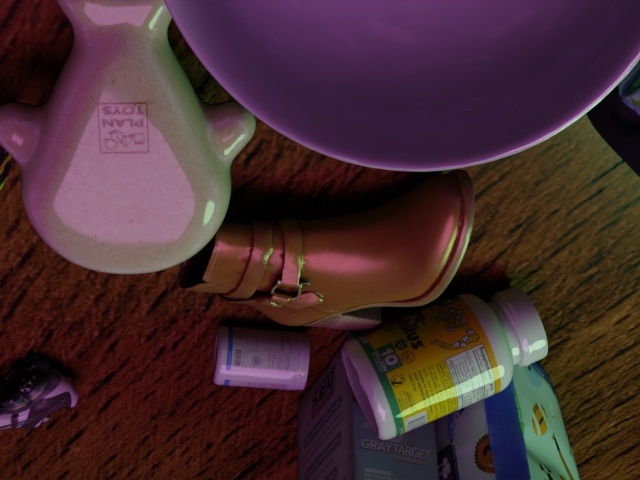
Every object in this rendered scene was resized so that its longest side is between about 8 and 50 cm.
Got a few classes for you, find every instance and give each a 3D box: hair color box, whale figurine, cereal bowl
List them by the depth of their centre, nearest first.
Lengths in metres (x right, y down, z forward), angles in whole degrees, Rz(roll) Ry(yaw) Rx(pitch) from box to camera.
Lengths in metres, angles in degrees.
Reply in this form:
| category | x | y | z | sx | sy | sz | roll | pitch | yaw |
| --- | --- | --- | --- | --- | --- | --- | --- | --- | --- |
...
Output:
| category | x | y | z | sx | sy | sz | roll | pitch | yaw |
| --- | --- | --- | --- | --- | --- | --- | --- | --- | --- |
| cereal bowl | 0.063 | -0.224 | 0.645 | 0.339 | 0.141 | 0.339 | 7 | 117 | 15 |
| whale figurine | -0.164 | -0.108 | 0.870 | 0.216 | 0.141 | 0.272 | -3 | 119 | -7 |
| hair color box | 0.053 | 0.319 | 1.202 | 0.113 | 0.374 | 0.185 | 13 | 140 | -17 |

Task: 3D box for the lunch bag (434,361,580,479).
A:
| category | x | y | z | sx | sy | sz | roll | pitch | yaw |
| --- | --- | --- | --- | --- | --- | --- | --- | --- | --- |
| lunch bag | 0.217 | 0.342 | 1.284 | 0.238 | 0.328 | 0.385 | -6 | 144 | 3 |

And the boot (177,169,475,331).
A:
| category | x | y | z | sx | sy | sz | roll | pitch | yaw |
| --- | --- | --- | --- | --- | --- | --- | --- | --- | --- |
| boot | 0.000 | 0.000 | 1.017 | 0.220 | 0.109 | 0.283 | 14 | 151 | -24 |

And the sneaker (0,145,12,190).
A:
| category | x | y | z | sx | sy | sz | roll | pitch | yaw |
| --- | --- | --- | --- | --- | --- | --- | --- | --- | --- |
| sneaker | -0.408 | -0.024 | 0.973 | 0.147 | 0.145 | 0.384 | 42 | 135 | -3 |

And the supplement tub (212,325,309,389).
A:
| category | x | y | z | sx | sy | sz | roll | pitch | yaw |
| --- | --- | --- | --- | --- | --- | --- | --- | --- | --- |
| supplement tub | -0.071 | 0.139 | 1.215 | 0.107 | 0.071 | 0.071 | 6 | 142 | -10 |

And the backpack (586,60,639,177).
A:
| category | x | y | z | sx | sy | sz | roll | pitch | yaw |
| --- | --- | --- | --- | --- | --- | --- | --- | --- | --- |
| backpack | 0.392 | -0.135 | 0.734 | 0.290 | 0.273 | 0.355 | 46 | 116 | 5 |

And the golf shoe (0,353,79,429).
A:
| category | x | y | z | sx | sy | sz | roll | pitch | yaw |
| --- | --- | --- | --- | --- | --- | --- | --- | --- | --- |
| golf shoe | -0.392 | 0.216 | 1.300 | 0.198 | 0.077 | 0.094 | -23 | 138 | 27 |

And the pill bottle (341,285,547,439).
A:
| category | x | y | z | sx | sy | sz | roll | pitch | yaw |
| --- | --- | --- | --- | --- | --- | --- | --- | --- | --- |
| pill bottle | 0.138 | 0.128 | 1.139 | 0.208 | 0.118 | 0.118 | -21 | 143 | -8 |
